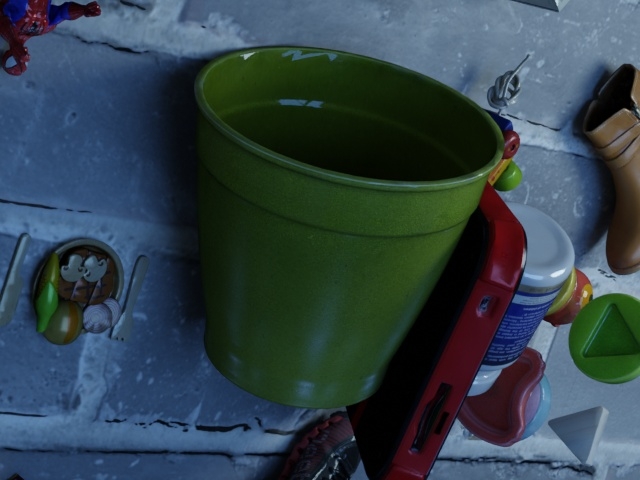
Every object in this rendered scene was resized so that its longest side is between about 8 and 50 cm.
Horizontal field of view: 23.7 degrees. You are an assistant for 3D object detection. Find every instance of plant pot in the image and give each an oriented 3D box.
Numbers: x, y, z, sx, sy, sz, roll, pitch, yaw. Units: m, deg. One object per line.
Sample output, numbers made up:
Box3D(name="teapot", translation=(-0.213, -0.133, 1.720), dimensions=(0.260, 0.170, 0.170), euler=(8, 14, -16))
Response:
Box3D(name="plant pot", translation=(0.000, 0.000, 1.844), dimensions=(0.366, 0.366, 0.353), euler=(-9, 125, -37))

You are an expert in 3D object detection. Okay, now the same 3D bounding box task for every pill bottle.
Box3D(name="pill bottle", translation=(0.235, 0.086, 2.122), dimensions=(0.153, 0.153, 0.265), euler=(-13, 142, -35))

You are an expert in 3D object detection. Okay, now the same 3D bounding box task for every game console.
Box3D(name="game console", translation=(0.134, 0.101, 1.945), dimensions=(0.060, 0.342, 0.387), euler=(19, 109, -14))

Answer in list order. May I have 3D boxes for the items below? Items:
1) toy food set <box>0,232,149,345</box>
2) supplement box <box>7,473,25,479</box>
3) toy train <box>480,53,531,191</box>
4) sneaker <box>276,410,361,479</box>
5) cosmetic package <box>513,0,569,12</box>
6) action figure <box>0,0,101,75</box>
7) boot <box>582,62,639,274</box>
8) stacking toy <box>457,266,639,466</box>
Box3D(name="toy food set", translation=(-0.284, 0.063, 1.812), dimensions=(0.192, 0.038, 0.132), euler=(10, 100, -42))
Box3D(name="supplement box", translation=(-0.365, 0.335, 1.853), dimensions=(0.055, 0.043, 0.083), euler=(-37, 128, -23))
Box3D(name="toy train", translation=(0.248, -0.125, 2.141), dimensions=(0.248, 0.105, 0.143), euler=(-52, 142, -11))
Box3D(name="sneaker", translation=(-0.011, 0.351, 2.091), dimensions=(0.276, 0.135, 0.098), euler=(-44, 128, -19))
Box3D(name="cosmetic package", translation=(0.355, -0.477, 2.072), dimensions=(0.309, 0.113, 0.160), euler=(-49, 131, -15))
Box3D(name="action figure", translation=(-0.275, -0.282, 1.595), dimensions=(0.091, 0.139, 0.280), euler=(0, 125, -39))
Box3D(name="boot", translation=(0.468, -0.108, 2.313), dimensions=(0.220, 0.109, 0.283), euler=(35, 82, -43))
Box3D(name="stacking toy", translation=(0.360, 0.183, 2.243), dimensions=(0.130, 0.279, 0.309), euler=(32, 84, -53))
